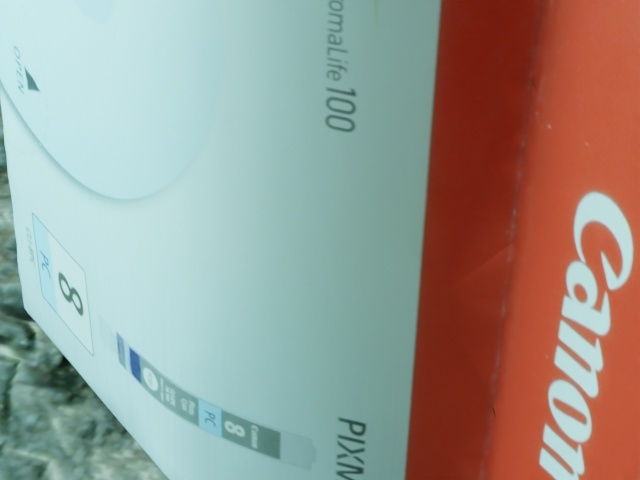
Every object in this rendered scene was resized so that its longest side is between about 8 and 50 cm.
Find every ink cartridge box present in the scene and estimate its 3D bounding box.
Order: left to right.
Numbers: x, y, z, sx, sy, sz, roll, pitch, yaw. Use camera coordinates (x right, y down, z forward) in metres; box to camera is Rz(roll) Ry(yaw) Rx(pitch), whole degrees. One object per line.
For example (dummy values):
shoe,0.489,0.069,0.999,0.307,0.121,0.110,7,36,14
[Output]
ink cartridge box,0.000,0.000,0.632,0.091,0.308,0.385,-21,44,-26
